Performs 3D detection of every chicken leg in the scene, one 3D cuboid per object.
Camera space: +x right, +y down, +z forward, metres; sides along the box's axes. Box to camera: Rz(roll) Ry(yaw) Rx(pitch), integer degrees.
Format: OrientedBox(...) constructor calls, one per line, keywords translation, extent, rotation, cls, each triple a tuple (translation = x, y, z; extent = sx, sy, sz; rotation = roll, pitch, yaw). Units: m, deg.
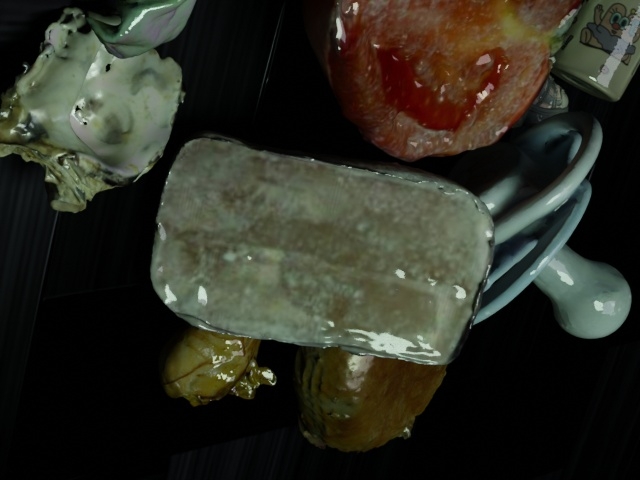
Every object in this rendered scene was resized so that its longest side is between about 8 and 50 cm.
OrientedBox(translation=(-0.066, 0.082, 1.357), extent=(0.207, 0.085, 0.101), rotation=(-46, 107, -25), cls="chicken leg")

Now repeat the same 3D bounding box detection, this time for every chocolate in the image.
OrientedBox(translation=(0.000, 0.000, 1.279), extent=(0.303, 0.100, 0.185), rotation=(10, 115, -10), cls="chocolate")

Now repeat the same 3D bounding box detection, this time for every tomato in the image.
OrientedBox(translation=(0.085, -0.224, 1.242), extent=(0.309, 0.170, 0.309), rotation=(-20, 133, -23), cls="tomato")

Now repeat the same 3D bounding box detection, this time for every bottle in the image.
OrientedBox(translation=(0.328, -0.267, 1.547), extent=(0.110, 0.097, 0.209), rotation=(28, 93, -9), cls="bottle")

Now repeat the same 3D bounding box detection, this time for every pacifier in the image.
OrientedBox(translation=(0.229, 0.004, 1.410), extent=(0.226, 0.287, 0.238), rotation=(42, 109, -16), cls="pacifier")

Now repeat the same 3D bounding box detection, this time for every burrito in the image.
OrientedBox(translation=(-0.121, -0.254, 1.029), extent=(0.089, 0.144, 0.228), rotation=(5, 121, -1), cls="burrito")

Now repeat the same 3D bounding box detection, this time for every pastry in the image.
OrientedBox(translation=(0.059, 0.126, 1.511), extent=(0.218, 0.100, 0.229), rotation=(28, 88, -56), cls="pastry")

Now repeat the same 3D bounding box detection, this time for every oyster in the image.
OrientedBox(translation=(-0.198, -0.104, 1.100), extent=(0.191, 0.081, 0.163), rotation=(3, 86, -50), cls="oyster")

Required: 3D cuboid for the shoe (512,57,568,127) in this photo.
OrientedBox(translation=(0.201, -0.168, 1.485), extent=(0.180, 0.089, 0.092), rotation=(-5, 106, -50), cls="shoe")
